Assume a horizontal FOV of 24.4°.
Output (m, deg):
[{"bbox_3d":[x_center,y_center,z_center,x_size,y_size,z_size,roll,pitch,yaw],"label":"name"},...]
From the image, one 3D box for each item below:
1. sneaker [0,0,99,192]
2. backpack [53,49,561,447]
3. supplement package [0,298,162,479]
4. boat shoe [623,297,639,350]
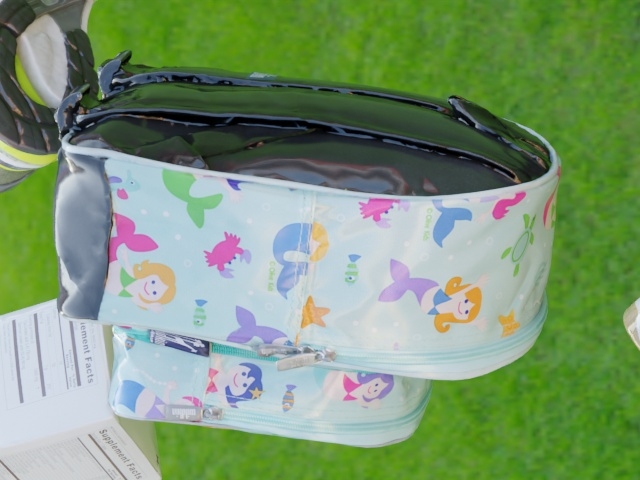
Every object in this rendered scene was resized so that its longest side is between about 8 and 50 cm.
[{"bbox_3d":[-0.219,-0.150,1.036,0.121,0.111,0.300,-37,35,35],"label":"sneaker"},{"bbox_3d":[0.000,0.000,0.795,0.225,0.254,0.191,-72,-19,-73],"label":"backpack"},{"bbox_3d":[-0.280,0.160,1.301,0.139,0.244,0.133,69,-174,-55],"label":"supplement package"},{"bbox_3d":[0.303,0.117,0.873,0.096,0.098,0.277,-45,75,15],"label":"boat shoe"}]
